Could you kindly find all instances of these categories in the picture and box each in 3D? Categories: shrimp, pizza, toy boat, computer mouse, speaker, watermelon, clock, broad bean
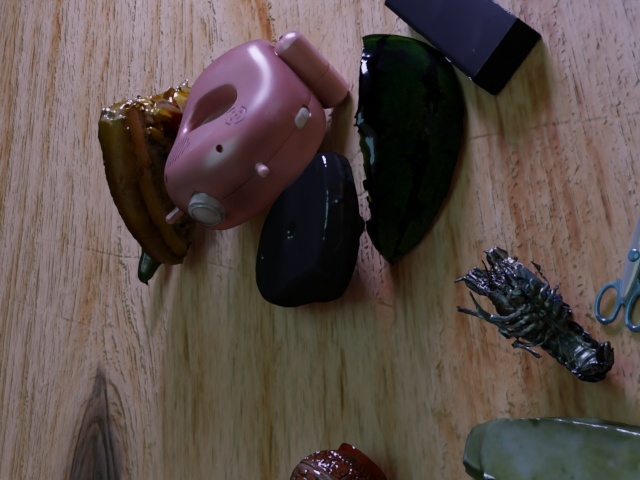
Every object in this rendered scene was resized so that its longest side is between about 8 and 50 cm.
[{"bbox_3d":[0.190,0.075,0.868,0.082,0.076,0.174,-39,48,-4],"label":"shrimp"},{"bbox_3d":[-0.201,-0.095,1.372,0.074,0.287,0.251,9,113,23],"label":"pizza"},{"bbox_3d":[0.217,0.189,0.792,0.293,0.055,0.093,0,70,50],"label":"toy boat"},{"bbox_3d":[0.000,0.000,1.095,0.269,0.086,0.138,139,134,-66],"label":"computer mouse"},{"bbox_3d":[0.152,-0.248,1.096,0.082,0.044,0.218,-55,39,16],"label":"speaker"},{"bbox_3d":[0.087,-0.127,1.099,0.129,0.123,0.301,114,159,-63],"label":"watermelon"},{"bbox_3d":[-0.107,-0.124,1.215,0.227,0.142,0.241,-21,36,44],"label":"clock"},{"bbox_3d":[-0.237,-0.029,1.458,0.061,0.046,0.195,-42,38,46],"label":"broad bean"}]

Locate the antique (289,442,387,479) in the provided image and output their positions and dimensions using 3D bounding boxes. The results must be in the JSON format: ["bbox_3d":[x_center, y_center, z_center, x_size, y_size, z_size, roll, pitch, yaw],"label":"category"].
[{"bbox_3d":[0.013,0.256,0.970,0.104,0.104,0.104,-26,54,41],"label":"antique"}]

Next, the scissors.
[{"bbox_3d":[0.272,0.018,0.844,0.058,0.014,0.119,11,85,51],"label":"scissors"}]
